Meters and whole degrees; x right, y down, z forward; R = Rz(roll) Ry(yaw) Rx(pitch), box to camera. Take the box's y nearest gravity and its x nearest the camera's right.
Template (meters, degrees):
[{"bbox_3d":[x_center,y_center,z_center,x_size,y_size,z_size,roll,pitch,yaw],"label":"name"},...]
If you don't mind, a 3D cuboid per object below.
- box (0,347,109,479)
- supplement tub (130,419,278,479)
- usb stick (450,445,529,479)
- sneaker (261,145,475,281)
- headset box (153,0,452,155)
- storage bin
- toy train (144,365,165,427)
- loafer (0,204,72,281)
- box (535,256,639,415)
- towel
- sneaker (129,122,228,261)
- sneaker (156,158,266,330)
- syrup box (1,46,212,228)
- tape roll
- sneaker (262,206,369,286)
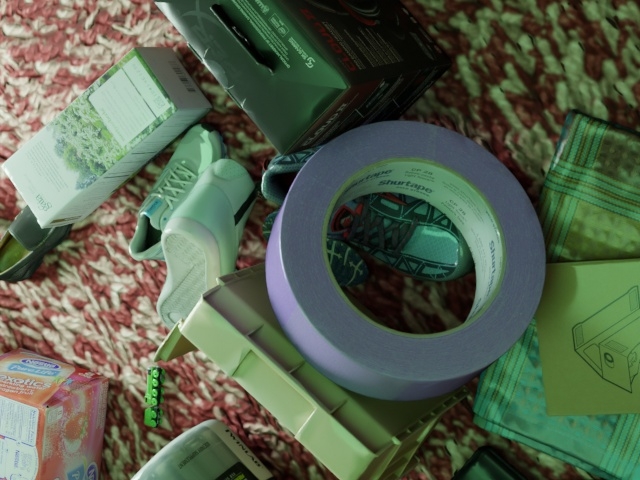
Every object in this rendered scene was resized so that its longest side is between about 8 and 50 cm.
[{"bbox_3d":[-0.382,0.310,1.857,0.154,0.142,0.300,15,107,24],"label":"box"},{"bbox_3d":[-0.088,0.382,1.694,0.316,0.193,0.193,45,117,11],"label":"supplement tub"},{"bbox_3d":[0.260,0.337,1.580,0.278,0.045,0.077,40,109,14],"label":"usb stick"},{"bbox_3d":[0.045,-0.019,1.576,0.261,0.125,0.104,26,112,20],"label":"sneaker"},{"bbox_3d":[-0.020,-0.213,1.472,0.110,0.293,0.218,-44,79,28],"label":"headset box"},{"bbox_3d":[-0.006,0.153,1.567,0.262,0.260,0.123,41,112,14],"label":"storage bin"},{"bbox_3d":[-0.210,0.196,1.817,0.023,0.017,0.083,14,107,35],"label":"toy train"},{"bbox_3d":[-0.367,-0.008,1.827,0.062,0.061,0.170,42,115,15],"label":"loafer"},{"bbox_3d":[0.321,0.099,1.478,0.201,0.021,0.165,-4,98,26],"label":"box"},{"bbox_3d":[0.325,0.079,1.504,0.271,0.040,0.370,22,110,21],"label":"towel"},{"bbox_3d":[-0.172,-0.050,1.707,0.071,0.083,0.191,32,112,19],"label":"sneaker"},{"bbox_3d":[-0.120,0.016,1.695,0.094,0.151,0.256,23,145,10],"label":"sneaker"},{"bbox_3d":[-0.255,-0.121,1.710,0.237,0.096,0.093,-38,82,21],"label":"syrup box"},{"bbox_3d":[0.085,0.020,1.464,0.275,0.274,0.090,52,158,8],"label":"tape roll"},{"bbox_3d":[0.000,0.000,1.648,0.135,0.058,0.052,34,118,-8],"label":"sneaker"}]
